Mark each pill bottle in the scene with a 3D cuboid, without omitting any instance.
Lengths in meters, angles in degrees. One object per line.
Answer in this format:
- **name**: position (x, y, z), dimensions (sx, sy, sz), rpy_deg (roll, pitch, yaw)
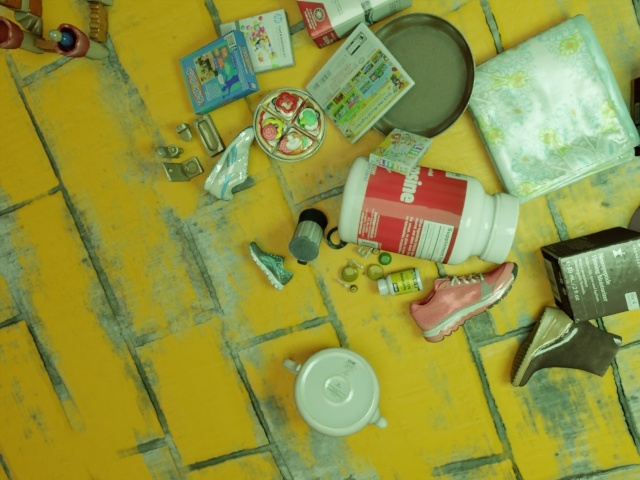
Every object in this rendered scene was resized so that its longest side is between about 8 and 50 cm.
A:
- **pill bottle**: position (0.264, -0.067, 1.210), dimensions (0.408, 0.229, 0.229), rpy_deg (12, 100, 8)
- **pill bottle**: position (0.219, 0.118, 1.329), dimensions (0.116, 0.065, 0.065), rpy_deg (-15, 95, 13)

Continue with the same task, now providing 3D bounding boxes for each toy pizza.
- **toy pizza**: position (-0.083, -0.317, 1.315), dimensions (0.201, 0.032, 0.201), rpy_deg (0, 92, -5)

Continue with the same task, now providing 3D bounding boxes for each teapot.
- **teapot**: position (0.039, 0.426, 1.355), dimensions (0.253, 0.187, 0.256), rpy_deg (-14, 68, -6)

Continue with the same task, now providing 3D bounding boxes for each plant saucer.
- **plant saucer**: position (0.237, -0.407, 1.225), dimensions (0.311, 0.050, 0.310), rpy_deg (8, 108, 24)

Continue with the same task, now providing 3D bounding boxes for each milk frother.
- **milk frother**: position (0.000, 0.000, 1.318), dimensions (0.143, 0.134, 0.129), rpy_deg (0, 129, 14)

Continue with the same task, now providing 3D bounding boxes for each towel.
- **towel**: position (0.558, -0.310, 1.191), dimensions (0.320, 0.090, 0.374), rpy_deg (-25, 93, 12)

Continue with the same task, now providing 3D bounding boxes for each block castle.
- **block castle**: position (-0.750, -0.742, 1.317), dimensions (0.303, 0.213, 0.453), rpy_deg (10, 100, 9)

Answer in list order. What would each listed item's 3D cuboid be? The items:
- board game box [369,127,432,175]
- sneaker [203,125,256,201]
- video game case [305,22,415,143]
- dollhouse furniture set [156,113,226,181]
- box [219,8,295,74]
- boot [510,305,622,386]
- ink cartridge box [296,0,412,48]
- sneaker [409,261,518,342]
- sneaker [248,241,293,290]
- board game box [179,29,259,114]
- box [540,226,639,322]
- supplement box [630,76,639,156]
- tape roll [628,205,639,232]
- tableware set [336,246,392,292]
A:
- **board game box**: position (0.199, -0.221, 1.184), dimensions (0.103, 0.154, 0.026), rpy_deg (23, 134, 19)
- **sneaker**: position (-0.238, -0.219, 1.366), dimensions (0.092, 0.087, 0.228), rpy_deg (32, 104, -12)
- **video game case**: position (0.098, -0.404, 1.256), dimensions (0.227, 0.026, 0.206), rpy_deg (-41, 84, 29)
- **dollhouse furniture set**: position (-0.369, -0.263, 1.357), dimensions (0.151, 0.123, 0.144), rpy_deg (-25, 93, 13)
- **box**: position (-0.172, -0.536, 1.325), dimensions (0.186, 0.038, 0.145), rpy_deg (-8, 97, 11)
- **boot**: position (0.639, 0.313, 1.262), dimensions (0.207, 0.090, 0.248), rpy_deg (26, 98, 8)
- **ink cartridge box**: position (0.076, -0.646, 1.221), dimensions (0.273, 0.114, 0.197), rpy_deg (-20, 93, 14)
- **sneaker**: position (0.372, 0.138, 1.277), dimensions (0.314, 0.116, 0.136), rpy_deg (-40, 88, 14)
- **sneaker**: position (-0.142, 0.063, 1.401), dimensions (0.076, 0.065, 0.166), rpy_deg (-38, 93, -3)
- **board game box**: position (-0.280, -0.455, 1.321), dimensions (0.210, 0.047, 0.160), rpy_deg (-12, 97, 31)
- **box**: position (0.682, 0.079, 1.181), dimensions (0.203, 0.167, 0.168), rpy_deg (-17, 94, 13)
- **supplement box**: position (0.813, -0.292, 1.089), dimensions (0.129, 0.194, 0.191), rpy_deg (-3, 98, 11)
- **tape roll**: position (0.911, -0.004, 1.167), dimensions (0.275, 0.090, 0.274), rpy_deg (2, 99, 11)
- **tableware set**: position (0.126, 0.082, 1.365), dimensions (0.104, 0.024, 0.154), rpy_deg (36, 102, 1)
